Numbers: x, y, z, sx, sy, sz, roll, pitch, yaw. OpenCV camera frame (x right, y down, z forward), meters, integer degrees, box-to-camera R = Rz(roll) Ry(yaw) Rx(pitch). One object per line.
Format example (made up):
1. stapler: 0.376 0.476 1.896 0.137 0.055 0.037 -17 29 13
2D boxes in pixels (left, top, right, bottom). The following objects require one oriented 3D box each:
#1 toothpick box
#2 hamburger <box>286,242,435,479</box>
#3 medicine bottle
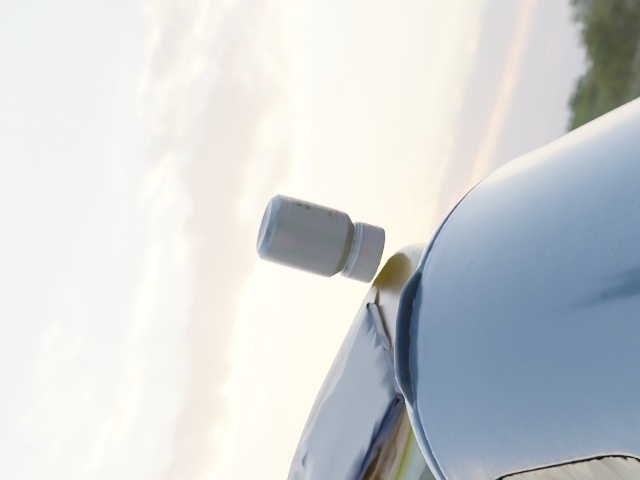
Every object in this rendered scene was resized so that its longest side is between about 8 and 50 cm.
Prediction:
1. toothpick box: 0.203 0.021 0.670 0.354 0.263 0.263 -30 40 68
2. hamburger: 0.094 0.136 0.996 0.276 0.179 0.294 -107 40 -73
3. medicine bottle: 0.000 0.000 1.156 0.052 0.089 0.052 -165 90 -80
